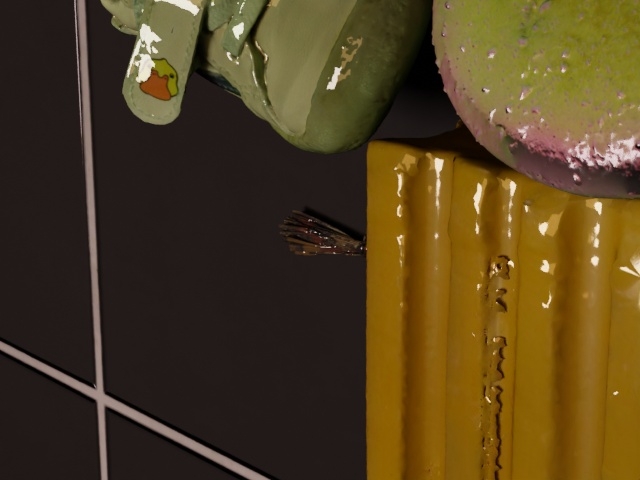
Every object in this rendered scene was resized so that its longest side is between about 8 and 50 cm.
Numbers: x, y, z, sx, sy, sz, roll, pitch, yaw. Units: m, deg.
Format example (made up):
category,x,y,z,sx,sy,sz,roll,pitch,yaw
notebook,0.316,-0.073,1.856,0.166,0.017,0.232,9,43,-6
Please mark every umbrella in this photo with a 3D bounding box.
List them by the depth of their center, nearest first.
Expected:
category,x,y,z,sx,sy,sz,roll,pitch,yaw
umbrella,0.002,-0.001,0.936,0.083,0.020,0.031,10,111,41

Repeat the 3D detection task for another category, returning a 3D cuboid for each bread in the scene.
category,x,y,z,sx,sy,sz,roll,pitch,yaw
bread,0.137,-0.129,0.665,0.228,0.033,0.228,-12,72,40

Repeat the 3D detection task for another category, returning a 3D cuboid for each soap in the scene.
category,x,y,z,sx,sy,sz,roll,pitch,yaw
soap,0.121,0.111,0.779,0.204,0.096,0.324,20,117,44

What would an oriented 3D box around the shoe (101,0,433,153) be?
category,x,y,z,sx,sy,sz,roll,pitch,yaw
shoe,-0.044,-0.134,0.835,0.262,0.128,0.140,49,133,50
